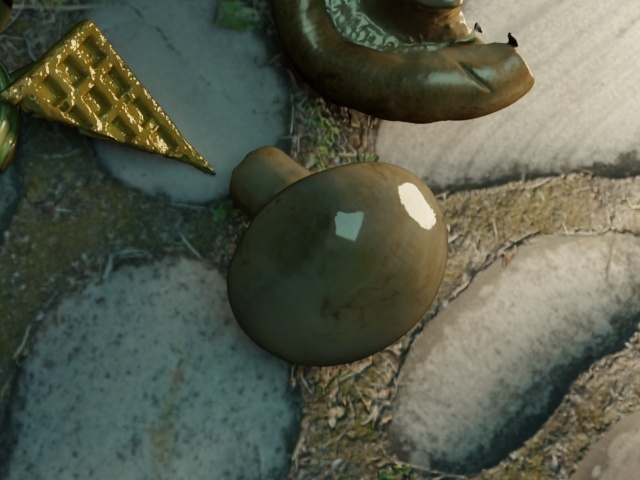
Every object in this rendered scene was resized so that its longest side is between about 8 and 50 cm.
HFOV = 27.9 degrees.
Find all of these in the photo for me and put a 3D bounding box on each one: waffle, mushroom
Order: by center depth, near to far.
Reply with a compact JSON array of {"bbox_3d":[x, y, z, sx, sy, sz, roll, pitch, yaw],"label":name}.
[{"bbox_3d":[-0.189,-0.092,1.160,0.191,0.032,0.125,53,56,-21],"label":"waffle"},{"bbox_3d":[0.004,0.018,1.165,0.206,0.209,0.206,-9,106,-36],"label":"mushroom"},{"bbox_3d":[0.055,-0.193,1.232,0.285,0.156,0.151,41,82,8],"label":"mushroom"}]

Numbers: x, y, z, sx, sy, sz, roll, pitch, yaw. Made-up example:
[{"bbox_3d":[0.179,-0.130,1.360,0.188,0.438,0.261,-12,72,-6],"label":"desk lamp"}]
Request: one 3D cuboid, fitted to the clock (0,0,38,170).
[{"bbox_3d":[-0.340,-0.121,1.134,0.232,0.069,0.170,-41,92,-20],"label":"clock"}]
